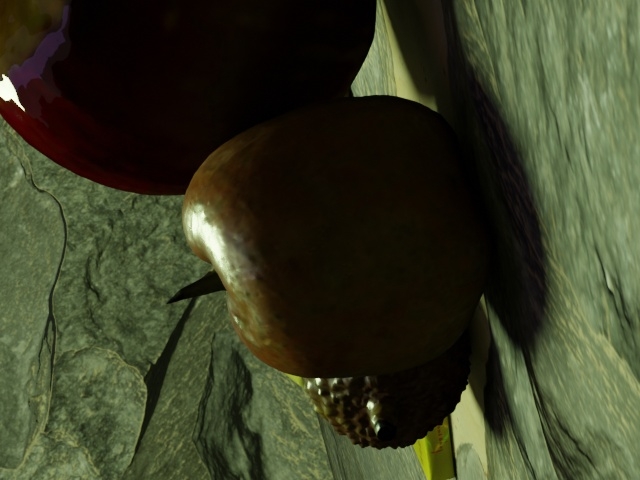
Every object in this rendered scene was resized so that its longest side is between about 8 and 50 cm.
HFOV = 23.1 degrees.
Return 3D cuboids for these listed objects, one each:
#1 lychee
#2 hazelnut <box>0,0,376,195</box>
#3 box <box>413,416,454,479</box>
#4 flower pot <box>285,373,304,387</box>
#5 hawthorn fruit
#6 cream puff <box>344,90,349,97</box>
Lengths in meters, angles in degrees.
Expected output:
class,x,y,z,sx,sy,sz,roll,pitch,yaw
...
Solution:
class,x,y,z,sx,sy,sz,roll,pitch,yaw
lychee,0.066,0.125,1.633,0.238,0.200,0.200,-81,-15,-54
hazelnut,-0.148,-0.261,1.557,0.402,0.402,0.429,-125,48,-72
box,0.110,0.163,2.008,0.279,0.041,0.153,-114,11,-52
flower pot,-0.014,0.125,2.426,0.179,0.195,0.195,53,159,41
hawthorn fruit,0.000,0.000,1.437,0.268,0.301,0.267,163,90,-77
cream puff,0.013,-0.179,2.049,0.058,0.083,0.083,-60,-26,-21
